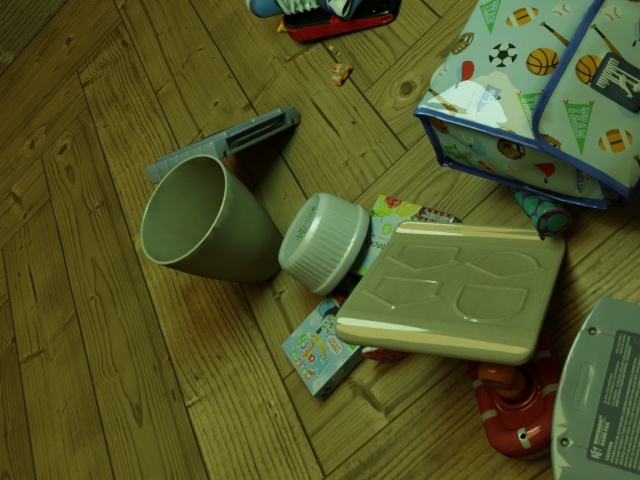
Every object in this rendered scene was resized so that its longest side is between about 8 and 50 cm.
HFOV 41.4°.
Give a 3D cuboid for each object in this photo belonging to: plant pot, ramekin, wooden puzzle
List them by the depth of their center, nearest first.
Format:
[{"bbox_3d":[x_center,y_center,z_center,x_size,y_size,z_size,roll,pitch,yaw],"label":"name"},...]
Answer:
[{"bbox_3d":[0.229,0.090,1.433,0.322,0.081,0.348,4,33,23],"label":"wooden puzzle"},{"bbox_3d":[0.000,0.000,1.742,0.207,0.109,0.207,-55,16,23],"label":"ramekin"},{"bbox_3d":[-0.208,-0.014,1.872,0.256,0.274,0.257,-22,53,32],"label":"plant pot"}]

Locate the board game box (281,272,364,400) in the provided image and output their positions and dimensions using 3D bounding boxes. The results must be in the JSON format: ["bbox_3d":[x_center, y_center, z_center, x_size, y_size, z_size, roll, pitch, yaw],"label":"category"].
[{"bbox_3d":[0.031,0.192,1.705,0.211,0.039,0.160,-48,43,8],"label":"board game box"}]

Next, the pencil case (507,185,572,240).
[{"bbox_3d":[0.387,-0.066,1.503,0.064,0.070,0.152,-37,33,14],"label":"pencil case"}]

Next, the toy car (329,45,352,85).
[{"bbox_3d":[0.033,-0.435,2.097,0.060,0.040,0.122,-43,44,12],"label":"toy car"}]

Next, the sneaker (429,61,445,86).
[{"bbox_3d":[0.347,-0.301,1.682,0.292,0.108,0.169,-17,51,32],"label":"sneaker"}]

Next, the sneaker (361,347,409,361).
[{"bbox_3d":[0.153,0.171,1.593,0.170,0.063,0.075,-27,50,21],"label":"sneaker"}]

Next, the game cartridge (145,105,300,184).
[{"bbox_3d":[-0.232,-0.235,2.034,0.230,0.068,0.355,-10,15,34],"label":"game cartridge"}]

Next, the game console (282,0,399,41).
[{"bbox_3d":[0.080,-0.700,2.207,0.341,0.060,0.387,0,65,31],"label":"game console"}]

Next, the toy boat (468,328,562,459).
[{"bbox_3d":[0.303,0.229,1.354,0.151,0.151,0.231,-31,47,24],"label":"toy boat"}]

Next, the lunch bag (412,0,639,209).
[{"bbox_3d":[0.404,-0.253,1.420,0.385,0.239,0.328,24,79,33],"label":"lunch bag"}]

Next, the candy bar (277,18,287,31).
[{"bbox_3d":[-0.057,-0.578,2.284,0.161,0.018,0.040,17,77,47],"label":"candy bar"}]

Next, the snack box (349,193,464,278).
[{"bbox_3d":[0.167,0.017,1.670,0.207,0.070,0.175,21,81,48],"label":"snack box"}]

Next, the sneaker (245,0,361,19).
[{"bbox_3d":[-0.023,-0.612,2.096,0.322,0.130,0.236,-29,49,8],"label":"sneaker"}]

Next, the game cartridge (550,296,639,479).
[{"bbox_3d":[0.447,0.237,1.240,0.196,0.060,0.294,15,73,16],"label":"game cartridge"}]
